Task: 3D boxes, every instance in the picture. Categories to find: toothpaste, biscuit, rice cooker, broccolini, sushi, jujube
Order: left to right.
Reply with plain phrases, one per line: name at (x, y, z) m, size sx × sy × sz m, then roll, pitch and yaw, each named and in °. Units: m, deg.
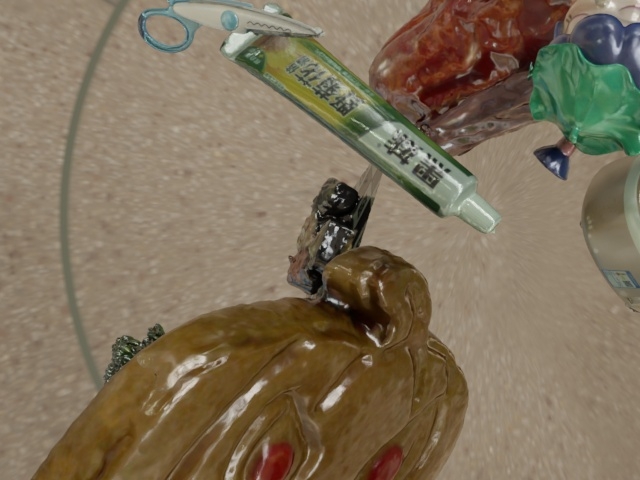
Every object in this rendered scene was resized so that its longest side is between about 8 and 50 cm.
broccolini at (-0.102, 0.119, 1.394) m, size 0.203 × 0.068 × 0.091 m, roll -6°, pitch 83°, yaw -7°
biscuit at (-0.029, 0.159, 1.001) m, size 0.070 × 0.394 × 0.350 m, roll 44°, pitch 114°, yaw 30°
sushi at (0.000, 0.000, 1.648) m, size 0.047 × 0.231 × 0.219 m, roll 23°, pitch 58°, yaw -7°
toothpaste at (0.026, -0.069, 0.876) m, size 0.204 × 0.031 × 0.049 m, roll 41°, pitch 73°, yaw 19°
jujube at (0.201, -0.204, 1.382) m, size 0.342 × 0.216 × 0.216 m, roll -38°, pitch 87°, yaw 15°
rice cooker at (0.357, -0.001, 1.543) m, size 0.206 × 0.127 × 0.145 m, roll 52°, pitch 56°, yaw -30°

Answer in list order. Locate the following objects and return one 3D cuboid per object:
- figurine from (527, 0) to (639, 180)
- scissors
figurine at (0.200, -0.137, 0.964) m, size 0.112 × 0.102 × 0.195 m, roll 1°, pitch 59°, yaw 34°
scissors at (-0.052, -0.125, 0.828) m, size 0.119 × 0.014 × 0.058 m, roll 16°, pitch 116°, yaw 24°
